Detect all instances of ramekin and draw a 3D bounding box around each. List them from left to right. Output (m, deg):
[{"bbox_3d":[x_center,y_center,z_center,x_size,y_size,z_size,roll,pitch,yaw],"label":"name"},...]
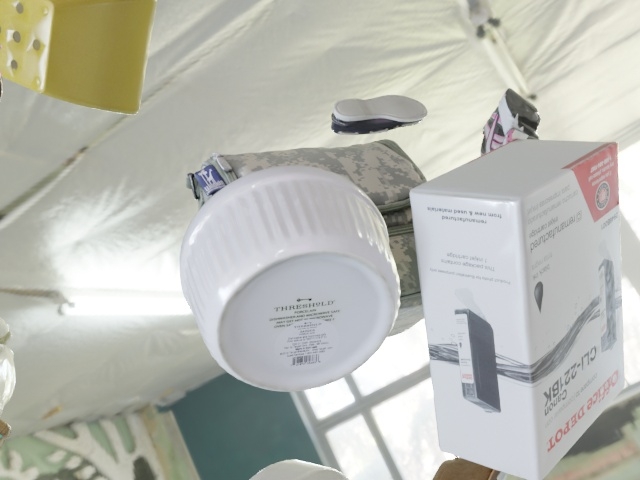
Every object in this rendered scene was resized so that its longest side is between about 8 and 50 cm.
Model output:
[{"bbox_3d":[-0.023,0.044,0.705,0.207,0.109,0.207,-9,-54,-12],"label":"ramekin"}]

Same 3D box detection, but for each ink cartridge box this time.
[{"bbox_3d":[0.199,0.058,0.729,0.114,0.273,0.197,10,26,42],"label":"ink cartridge box"}]

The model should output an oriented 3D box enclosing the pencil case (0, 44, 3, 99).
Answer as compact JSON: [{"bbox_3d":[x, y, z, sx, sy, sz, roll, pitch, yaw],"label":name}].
[{"bbox_3d":[-0.289,-0.104,0.541,0.098,0.095,0.209,-36,24,3],"label":"pencil case"}]

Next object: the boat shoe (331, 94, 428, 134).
[{"bbox_3d":[0.073,-0.154,0.953,0.125,0.046,0.038,-8,-37,-19],"label":"boat shoe"}]

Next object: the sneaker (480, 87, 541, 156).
[{"bbox_3d":[0.237,-0.106,0.945,0.077,0.072,0.178,-52,16,42],"label":"sneaker"}]

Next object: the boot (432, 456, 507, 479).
[{"bbox_3d":[0.272,0.392,1.324,0.305,0.115,0.112,-38,-42,-55],"label":"boot"}]

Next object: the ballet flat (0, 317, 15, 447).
[{"bbox_3d":[-0.474,0.170,1.018,0.124,0.342,0.116,-36,-50,-5],"label":"ballet flat"}]

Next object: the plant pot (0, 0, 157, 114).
[{"bbox_3d":[-0.427,-0.334,1.253,0.187,0.212,0.212,-24,-46,-59],"label":"plant pot"}]

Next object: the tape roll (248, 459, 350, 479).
[{"bbox_3d":[-0.051,0.536,1.161,0.072,0.392,0.392,3,4,34],"label":"tape roll"}]

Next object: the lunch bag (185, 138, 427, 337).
[{"bbox_3d":[0.000,0.000,0.971,0.305,0.256,0.212,-10,-20,-27],"label":"lunch bag"}]
